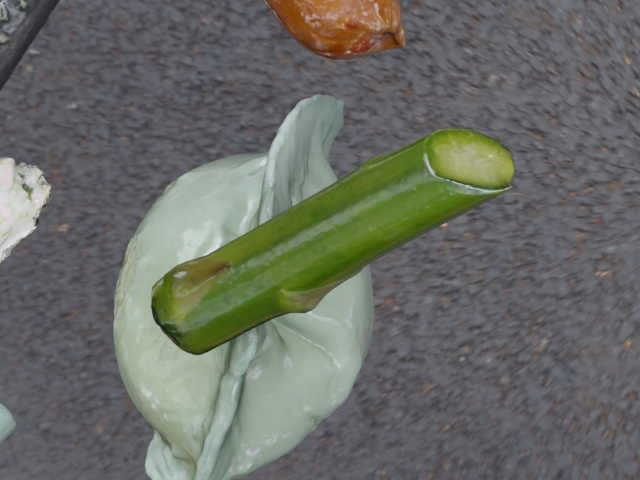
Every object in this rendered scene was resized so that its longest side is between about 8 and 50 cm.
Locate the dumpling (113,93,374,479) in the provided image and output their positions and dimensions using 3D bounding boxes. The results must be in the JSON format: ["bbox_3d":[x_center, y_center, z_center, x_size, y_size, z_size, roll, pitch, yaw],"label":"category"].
[{"bbox_3d":[-0.071,0.054,1.129,0.212,0.270,0.320,-14,82,22],"label":"dumpling"}]

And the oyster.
[{"bbox_3d":[-0.395,-0.012,1.612,0.209,0.072,0.133,-45,68,2],"label":"oyster"}]

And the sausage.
[{"bbox_3d":[-0.052,-0.269,1.069,0.094,0.097,0.348,-34,67,-5],"label":"sausage"}]

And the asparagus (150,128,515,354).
[{"bbox_3d":[-0.001,0.001,0.892,0.278,0.060,0.067,-31,70,31],"label":"asparagus"}]

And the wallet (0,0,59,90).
[{"bbox_3d":[-0.463,-0.235,1.725,0.170,0.044,0.321,34,87,-28],"label":"wallet"}]

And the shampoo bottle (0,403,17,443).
[{"bbox_3d":[-0.499,0.302,1.892,0.056,0.056,0.195,33,56,13],"label":"shampoo bottle"}]
